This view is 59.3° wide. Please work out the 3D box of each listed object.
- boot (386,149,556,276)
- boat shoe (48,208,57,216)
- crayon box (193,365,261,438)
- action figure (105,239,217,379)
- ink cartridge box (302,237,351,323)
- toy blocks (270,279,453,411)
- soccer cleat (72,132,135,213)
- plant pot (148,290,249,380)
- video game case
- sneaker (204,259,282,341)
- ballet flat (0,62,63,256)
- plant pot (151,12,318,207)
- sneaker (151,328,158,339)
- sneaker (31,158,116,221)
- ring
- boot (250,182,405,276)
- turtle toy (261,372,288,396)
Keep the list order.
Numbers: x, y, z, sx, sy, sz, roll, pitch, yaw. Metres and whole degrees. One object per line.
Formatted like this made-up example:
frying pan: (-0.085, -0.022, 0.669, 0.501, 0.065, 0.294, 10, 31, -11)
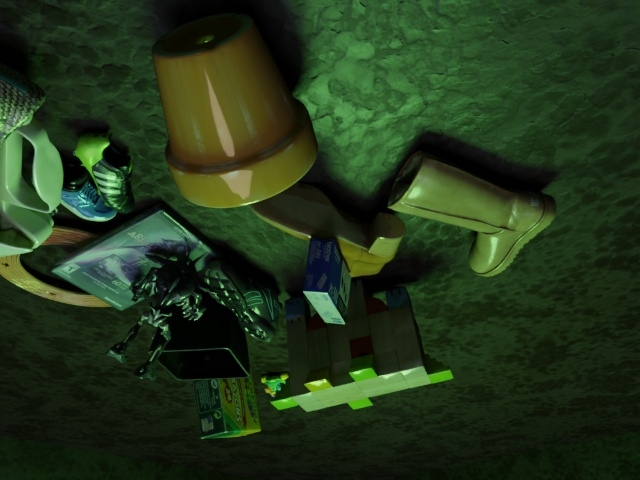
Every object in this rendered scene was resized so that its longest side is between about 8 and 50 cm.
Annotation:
boot: (0.244, -0.043, 1.015, 0.269, 0.089, 0.236, 13, 137, -16)
boat shoe: (-0.560, -0.044, 1.067, 0.125, 0.038, 0.046, -5, 146, 9)
crayon box: (-0.258, 0.458, 1.627, 0.081, 0.202, 0.318, -16, 160, 8)
action figure: (-0.319, 0.131, 1.142, 0.164, 0.276, 0.141, 31, 175, -10)
ink cartridge box: (0.016, 0.078, 1.016, 0.046, 0.097, 0.207, 3, 159, 13)
toy blocks: (0.075, 0.214, 1.266, 0.381, 0.261, 0.191, -16, 141, 12)
soccer cleat: (-0.345, -0.108, 0.948, 0.072, 0.060, 0.179, -5, 143, 7)
plant pot: (-0.274, 0.222, 1.347, 0.187, 0.167, 0.188, -4, 145, 8)
video game case: (-0.370, 0.042, 1.148, 0.274, 0.026, 0.196, -26, 140, 14)
sneaker: (-0.166, 0.117, 1.253, 0.101, 0.106, 0.267, 12, 147, 33)
ballet flat: (-0.510, -0.077, 0.893, 0.181, 0.164, 0.483, 23, 138, -15)
plant pot: (-0.121, -0.178, 0.730, 0.205, 0.205, 0.188, -6, 131, 11)
sneaker: (-0.364, 0.272, 1.528, 0.083, 0.070, 0.185, -10, 148, 45)
sneaker: (-0.413, -0.088, 0.978, 0.084, 0.058, 0.152, -20, 136, 42)
ring: (-0.537, 0.057, 1.228, 0.336, 0.032, 0.337, 1, 146, 1)
boot: (0.001, -0.001, 1.066, 0.294, 0.104, 0.211, 13, 152, -7)
turtle toy: (-0.131, 0.476, 1.818, 0.095, 0.066, 0.130, -13, 144, 20)
